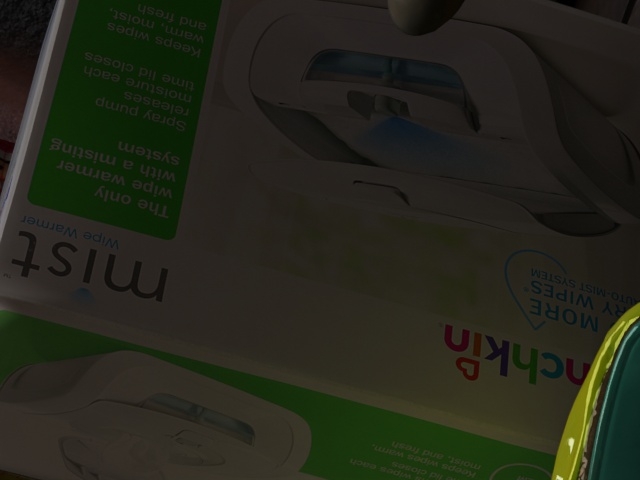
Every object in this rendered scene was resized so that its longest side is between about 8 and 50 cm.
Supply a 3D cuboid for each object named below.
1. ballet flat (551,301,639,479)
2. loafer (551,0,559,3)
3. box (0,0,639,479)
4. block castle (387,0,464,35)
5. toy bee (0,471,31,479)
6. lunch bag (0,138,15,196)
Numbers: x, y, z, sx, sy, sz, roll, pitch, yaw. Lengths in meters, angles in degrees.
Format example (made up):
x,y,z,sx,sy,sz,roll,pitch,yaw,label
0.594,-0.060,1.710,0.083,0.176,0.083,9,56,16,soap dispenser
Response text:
x,y,z,sx,sy,sz,roll,pitch,yaw,label
0.097,0.126,0.639,0.077,0.077,0.231,4,-74,-78,ballet flat
0.094,-0.191,1.002,0.111,0.112,0.319,-86,13,-84,loafer
0.000,0.000,0.784,0.126,0.262,0.231,117,166,-49,box
0.039,-0.162,0.501,0.212,0.303,0.453,-67,23,5,block castle
-0.139,0.133,0.839,0.195,0.162,0.298,-21,-60,-72,toy bee
-0.122,0.099,1.002,0.120,0.293,0.258,-103,30,-71,lunch bag
